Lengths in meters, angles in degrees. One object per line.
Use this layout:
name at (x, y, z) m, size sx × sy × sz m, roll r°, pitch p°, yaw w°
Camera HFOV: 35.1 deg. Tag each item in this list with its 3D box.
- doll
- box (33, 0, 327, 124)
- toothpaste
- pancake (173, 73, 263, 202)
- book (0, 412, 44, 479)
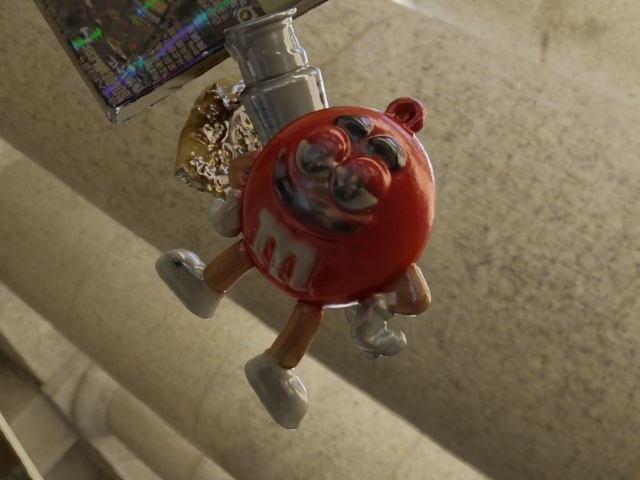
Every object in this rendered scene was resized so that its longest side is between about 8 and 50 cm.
doll at (0.000, 0.000, 0.671) m, size 0.217 × 0.183 × 0.085 m, roll -46°, pitch -18°, yaw 16°
box at (-0.145, -0.289, 1.096) m, size 0.310 × 0.198 × 0.084 m, roll -33°, pitch 1°, yaw -11°
toothpaste at (-0.007, -0.052, 0.898) m, size 0.073 × 0.114 × 0.299 m, roll -21°, pitch -74°, yaw -7°
pancake at (-0.052, -0.092, 1.185) m, size 0.057 × 0.244 × 0.266 m, roll -28°, pitch 31°, yaw 38°
book at (-0.264, 0.174, 0.578) m, size 0.217 × 0.021 × 0.310 m, roll -26°, pitch -72°, yaw -2°
